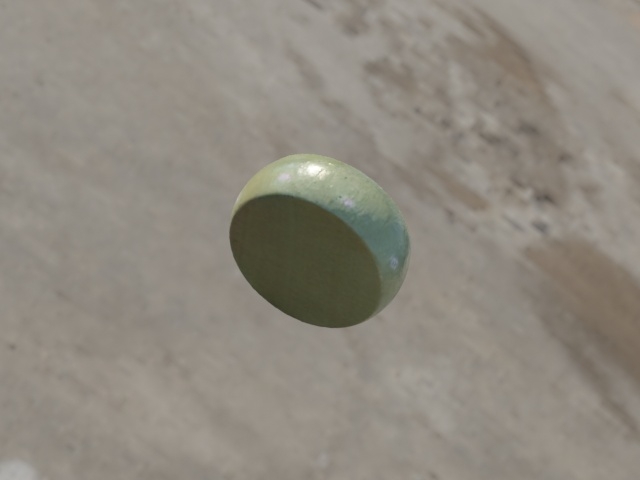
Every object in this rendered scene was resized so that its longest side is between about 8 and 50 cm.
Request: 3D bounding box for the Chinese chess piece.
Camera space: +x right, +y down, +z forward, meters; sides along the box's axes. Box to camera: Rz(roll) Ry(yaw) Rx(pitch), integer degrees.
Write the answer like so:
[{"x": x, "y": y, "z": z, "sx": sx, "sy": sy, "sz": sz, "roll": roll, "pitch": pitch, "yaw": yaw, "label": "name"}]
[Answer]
[{"x": 0.000, "y": 0.000, "z": 0.836, "sx": 0.084, "sy": 0.084, "sz": 0.034, "roll": 35, "pitch": 50, "yaw": -1, "label": "Chinese chess piece"}]
